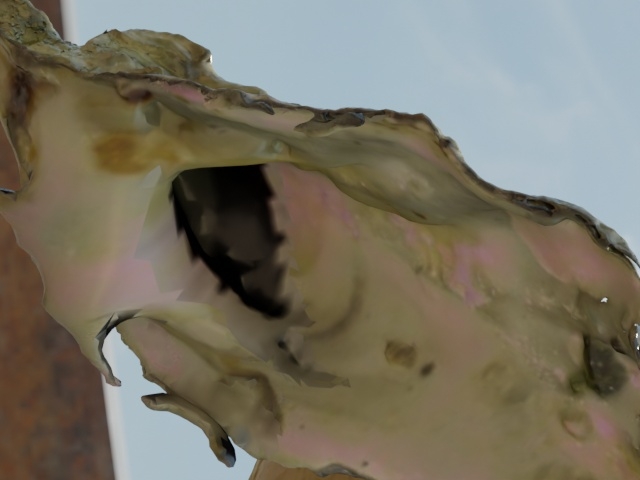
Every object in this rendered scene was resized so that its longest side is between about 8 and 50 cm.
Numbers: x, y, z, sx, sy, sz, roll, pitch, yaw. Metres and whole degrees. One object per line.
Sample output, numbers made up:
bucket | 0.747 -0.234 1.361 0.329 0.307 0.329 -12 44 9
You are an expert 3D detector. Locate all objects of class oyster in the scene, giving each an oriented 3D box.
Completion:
oyster | 0.004 0.008 0.540 0.072 0.209 0.132 -57 153 -53

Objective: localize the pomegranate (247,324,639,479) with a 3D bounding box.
pomegranate | 0.124 0.213 0.919 0.417 0.417 0.416 173 -90 -73
